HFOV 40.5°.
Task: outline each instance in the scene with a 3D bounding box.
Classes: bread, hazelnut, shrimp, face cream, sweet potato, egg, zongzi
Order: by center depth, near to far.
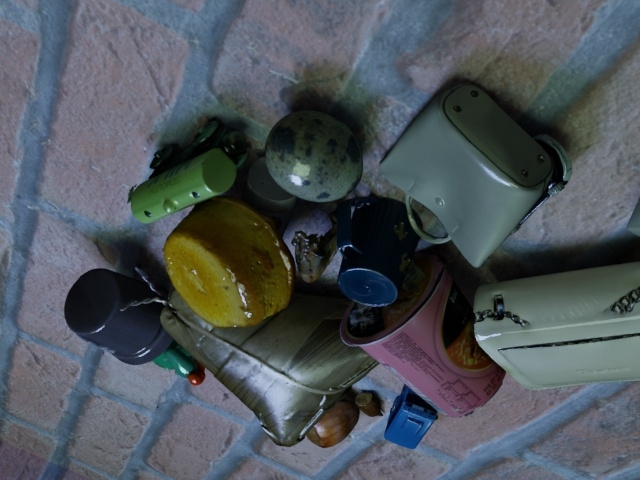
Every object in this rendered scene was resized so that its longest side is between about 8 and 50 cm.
[{"bbox_3d":[-0.005,-0.132,1.389,0.141,0.141,0.181,-19,147,41],"label":"egg"},{"bbox_3d":[-0.002,-0.001,1.515,0.052,0.144,0.251,29,174,10],"label":"shrimp"},{"bbox_3d":[-0.160,0.041,1.516,0.268,0.145,0.268,30,142,27],"label":"bread"},{"bbox_3d":[-0.101,-0.050,1.572,0.095,0.096,0.214,21,144,-1],"label":"face cream"},{"bbox_3d":[-0.083,0.107,1.776,0.500,0.218,0.467,43,108,-3],"label":"zongzi"},{"bbox_3d":[0.124,0.399,2.085,0.049,0.049,0.117,-6,147,31],"label":"sweet potato"},{"bbox_3d":[0.020,0.421,2.098,0.150,0.150,0.150,13,143,10],"label":"hazelnut"}]

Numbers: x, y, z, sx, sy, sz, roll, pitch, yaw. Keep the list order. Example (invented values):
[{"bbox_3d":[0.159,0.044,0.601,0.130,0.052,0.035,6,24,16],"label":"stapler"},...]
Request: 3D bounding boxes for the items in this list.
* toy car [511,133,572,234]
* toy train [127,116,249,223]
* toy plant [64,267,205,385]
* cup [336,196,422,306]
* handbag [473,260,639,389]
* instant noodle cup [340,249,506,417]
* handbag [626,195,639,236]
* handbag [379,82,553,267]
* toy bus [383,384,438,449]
[{"bbox_3d":[0.316,-0.087,1.347,0.095,0.056,0.205,55,142,13],"label":"toy car"},{"bbox_3d":[-0.234,-0.108,1.509,0.253,0.157,0.105,-17,127,42],"label":"toy train"},{"bbox_3d":[-0.394,0.193,1.944,0.279,0.185,0.400,7,162,30],"label":"toy plant"},{"bbox_3d":[0.087,0.012,1.512,0.131,0.155,0.176,-20,129,40],"label":"cup"},{"bbox_3d":[0.468,0.136,1.478,0.358,0.160,0.236,-12,148,36],"label":"handbag"},{"bbox_3d":[0.203,0.182,1.586,0.244,0.244,0.255,-25,117,44],"label":"instant noodle cup"},{"bbox_3d":[0.585,-0.002,1.240,0.256,0.079,0.219,22,-178,-4],"label":"handbag"},{"bbox_3d":[0.201,-0.078,1.351,0.241,0.109,0.315,47,143,9],"label":"handbag"},{"bbox_3d":[0.212,0.396,1.982,0.090,0.106,0.185,21,144,3],"label":"toy bus"}]
